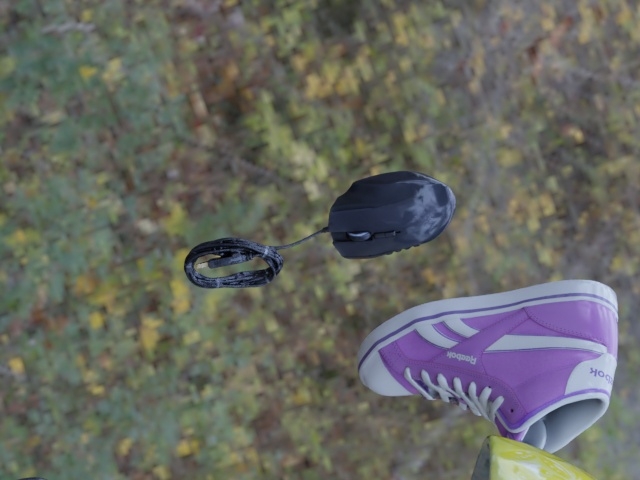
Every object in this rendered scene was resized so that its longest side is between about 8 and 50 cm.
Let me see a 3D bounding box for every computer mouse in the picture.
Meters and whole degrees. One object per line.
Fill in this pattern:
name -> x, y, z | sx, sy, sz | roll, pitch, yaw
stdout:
computer mouse -> 0.000, 0.000, 1.345 | 0.041, 0.242, 0.071 | -100, 170, -55

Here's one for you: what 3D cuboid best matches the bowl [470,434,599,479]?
bowl -> 0.143, 0.263, 0.861 | 0.289, 0.156, 0.289 | 10, 90, -87

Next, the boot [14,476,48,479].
boot -> -0.319, 0.352, 1.977 | 0.223, 0.338, 0.118 | -146, -129, -65

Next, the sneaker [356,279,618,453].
sneaker -> 0.149, 0.140, 1.505 | 0.102, 0.282, 0.161 | 39, 46, -40
